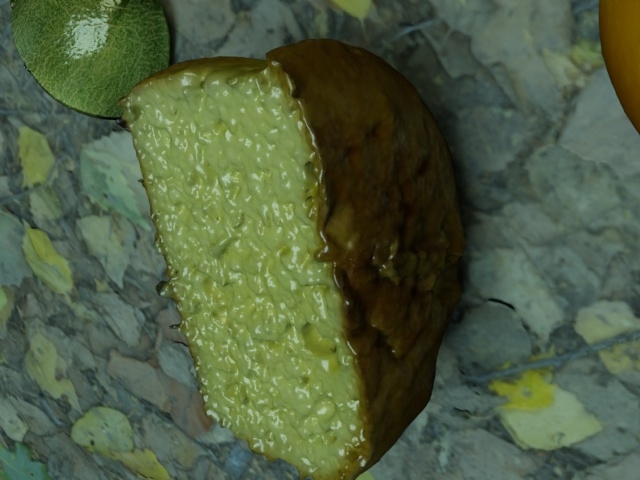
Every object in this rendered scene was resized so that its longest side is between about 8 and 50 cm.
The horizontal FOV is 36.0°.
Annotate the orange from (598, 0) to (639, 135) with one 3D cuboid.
[{"bbox_3d":[0.251,-0.110,0.447,0.246,0.246,0.246,17,124,27],"label":"orange"}]

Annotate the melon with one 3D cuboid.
[{"bbox_3d":[-0.198,-0.181,0.834,0.160,0.079,0.128,51,134,1],"label":"melon"}]

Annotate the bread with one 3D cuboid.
[{"bbox_3d":[0.000,0.000,0.733,0.194,0.179,0.340,8,122,34],"label":"bread"}]
